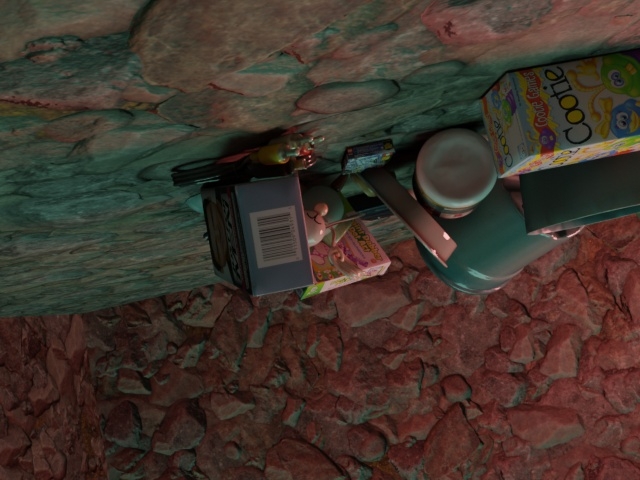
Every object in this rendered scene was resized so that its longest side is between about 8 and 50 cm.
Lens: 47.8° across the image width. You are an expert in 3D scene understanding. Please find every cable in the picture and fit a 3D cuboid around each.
[{"bbox_3d":[-0.125,-0.145,1.264,0.287,0.072,0.139,-2,-164,28],"label":"cable"}]

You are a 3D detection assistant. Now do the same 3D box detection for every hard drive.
[{"bbox_3d":[0.175,-0.101,2.065,0.172,0.054,0.255,-14,173,19],"label":"hard drive"}]

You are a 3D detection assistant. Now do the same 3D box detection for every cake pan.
[{"bbox_3d":[0.196,-0.063,1.598,0.054,0.293,0.293,-44,169,6],"label":"cake pan"}]

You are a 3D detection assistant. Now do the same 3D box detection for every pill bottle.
[{"bbox_3d":[0.277,-0.130,1.530,0.162,0.162,0.278,-12,173,3],"label":"pill bottle"}]

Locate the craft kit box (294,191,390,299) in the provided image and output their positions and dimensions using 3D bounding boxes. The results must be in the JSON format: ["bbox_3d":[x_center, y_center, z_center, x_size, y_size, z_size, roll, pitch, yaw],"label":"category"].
[{"bbox_3d":[0.000,0.000,1.693,0.247,0.250,0.061,-14,148,-37],"label":"craft kit box"}]

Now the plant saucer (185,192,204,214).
[{"bbox_3d":[-0.201,-0.084,1.608,0.195,0.037,0.195,-11,174,-1],"label":"plant saucer"}]

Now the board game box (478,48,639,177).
[{"bbox_3d":[0.428,-0.210,1.194,0.275,0.144,0.142,-12,173,-8],"label":"board game box"}]

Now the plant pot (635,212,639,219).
[{"bbox_3d":[0.776,-0.167,1.635,0.257,0.274,0.256,-13,173,-1],"label":"plant pot"}]

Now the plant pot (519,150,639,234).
[{"bbox_3d":[0.528,-0.157,1.430,0.293,0.235,0.293,-12,174,-1],"label":"plant pot"}]

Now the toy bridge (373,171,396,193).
[{"bbox_3d":[0.152,-0.138,1.834,0.063,0.026,0.188,-9,174,-1],"label":"toy bridge"}]

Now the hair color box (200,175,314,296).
[{"bbox_3d":[-0.128,-0.016,1.340,0.114,0.185,0.374,-10,-174,-16],"label":"hair color box"}]

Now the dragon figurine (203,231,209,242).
[{"bbox_3d":[-0.175,-0.038,1.827,0.289,0.144,0.085,-37,161,25],"label":"dragon figurine"}]

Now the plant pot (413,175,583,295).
[{"bbox_3d":[0.457,-0.071,1.792,0.341,0.341,0.334,-9,165,-26],"label":"plant pot"}]

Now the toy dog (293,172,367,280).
[{"bbox_3d":[0.013,-0.071,1.527,0.220,0.161,0.333,32,-172,-23],"label":"toy dog"}]

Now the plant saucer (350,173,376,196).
[{"bbox_3d":[0.091,-0.124,1.601,0.015,0.083,0.083,-43,169,6],"label":"plant saucer"}]

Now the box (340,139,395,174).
[{"bbox_3d":[0.093,-0.167,1.463,0.094,0.027,0.137,-10,174,-5],"label":"box"}]
